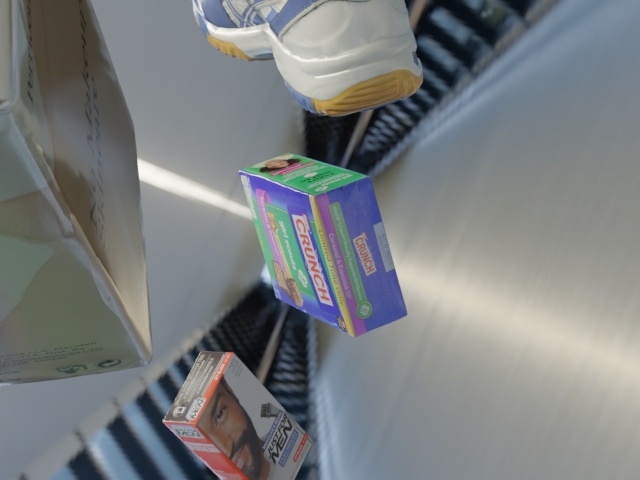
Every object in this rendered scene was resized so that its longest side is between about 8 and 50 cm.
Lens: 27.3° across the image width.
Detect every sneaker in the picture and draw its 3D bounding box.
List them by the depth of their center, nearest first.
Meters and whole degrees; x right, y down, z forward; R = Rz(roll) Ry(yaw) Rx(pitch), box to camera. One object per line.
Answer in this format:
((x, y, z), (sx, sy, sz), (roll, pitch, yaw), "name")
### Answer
((-0.016, -0.191, 0.928), (0.296, 0.112, 0.131), (38, 145, 57), "sneaker")

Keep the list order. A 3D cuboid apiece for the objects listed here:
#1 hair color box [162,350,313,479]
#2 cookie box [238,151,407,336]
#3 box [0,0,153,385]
((-0.085, 0.204, 1.404), (0.053, 0.167, 0.093), (-3, 49, 41), "hair color box")
((0.000, 0.000, 0.792), (0.107, 0.040, 0.091), (21, 130, 60), "cookie box")
((-0.153, -0.044, 0.544), (0.311, 0.121, 0.148), (89, 174, -72), "box")
